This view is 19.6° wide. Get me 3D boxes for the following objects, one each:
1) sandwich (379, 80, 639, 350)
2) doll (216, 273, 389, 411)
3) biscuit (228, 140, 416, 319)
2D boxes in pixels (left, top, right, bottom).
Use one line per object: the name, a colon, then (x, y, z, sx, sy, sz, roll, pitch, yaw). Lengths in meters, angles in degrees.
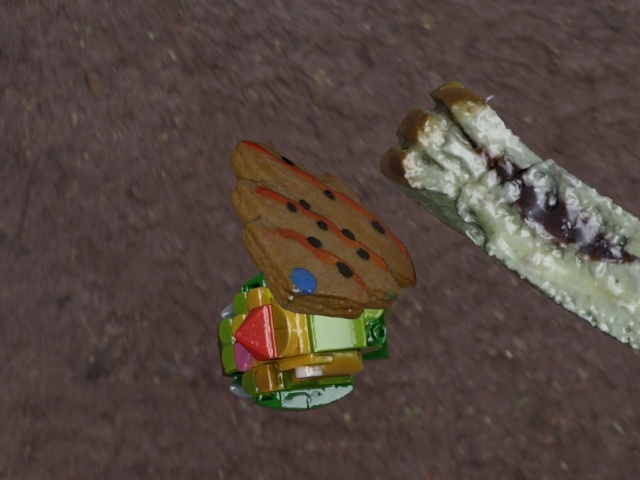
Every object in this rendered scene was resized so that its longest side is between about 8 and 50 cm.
sandwich: (0.186, -0.006, 1.420, 0.254, 0.288, 0.099, 37, 92, -22)
doll: (-0.007, 0.070, 1.356, 0.134, 0.186, 0.106, -4, 82, -5)
biscuit: (0.000, 0.000, 0.930, 0.119, 0.130, 0.019, 34, 118, -8)
